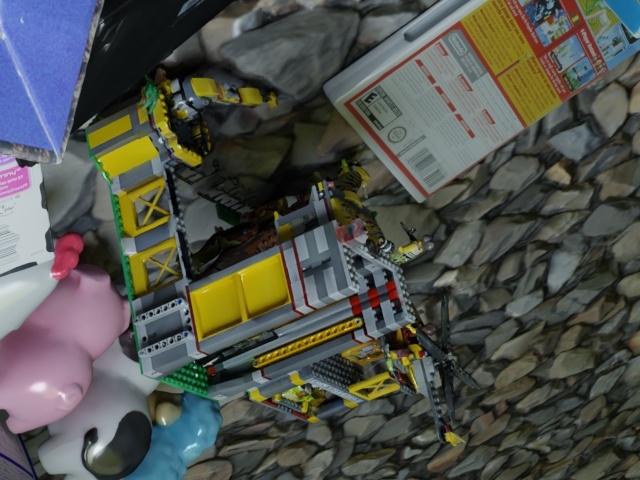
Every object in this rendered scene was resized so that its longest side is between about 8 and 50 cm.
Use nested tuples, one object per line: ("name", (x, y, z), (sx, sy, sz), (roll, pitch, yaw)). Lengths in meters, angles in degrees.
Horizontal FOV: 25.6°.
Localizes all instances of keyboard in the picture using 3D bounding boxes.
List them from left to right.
("keyboard", (-0.058, -0.173, 0.774), (0.201, 0.033, 0.317), (-52, 180, 39))

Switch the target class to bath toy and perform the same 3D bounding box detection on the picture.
("bath toy", (-0.190, 0.084, 1.095), (0.129, 0.151, 0.348), (-22, 142, 6))

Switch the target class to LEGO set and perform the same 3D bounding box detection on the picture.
("LEGO set", (0.000, 0.000, 1.024), (0.192, 0.255, 0.331), (-23, 145, 21))

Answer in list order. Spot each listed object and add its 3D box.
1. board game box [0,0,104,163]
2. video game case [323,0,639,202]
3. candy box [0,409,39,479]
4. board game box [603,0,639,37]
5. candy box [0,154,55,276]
("board game box", (-0.256, -0.142, 0.519), (0.232, 0.291, 0.141), (10, 97, -57))
("video game case", (0.159, -0.156, 1.151), (0.285, 0.025, 0.204), (-35, 148, 8))
("candy box", (-0.335, 0.242, 1.025), (0.268, 0.317, 0.122), (-31, 147, -1))
("board game box", (0.206, -0.303, 0.788), (0.097, 0.224, 0.303), (-15, 145, -25))
("candy box", (-0.216, -0.095, 0.788), (0.070, 0.165, 0.196), (-20, 148, -18))
